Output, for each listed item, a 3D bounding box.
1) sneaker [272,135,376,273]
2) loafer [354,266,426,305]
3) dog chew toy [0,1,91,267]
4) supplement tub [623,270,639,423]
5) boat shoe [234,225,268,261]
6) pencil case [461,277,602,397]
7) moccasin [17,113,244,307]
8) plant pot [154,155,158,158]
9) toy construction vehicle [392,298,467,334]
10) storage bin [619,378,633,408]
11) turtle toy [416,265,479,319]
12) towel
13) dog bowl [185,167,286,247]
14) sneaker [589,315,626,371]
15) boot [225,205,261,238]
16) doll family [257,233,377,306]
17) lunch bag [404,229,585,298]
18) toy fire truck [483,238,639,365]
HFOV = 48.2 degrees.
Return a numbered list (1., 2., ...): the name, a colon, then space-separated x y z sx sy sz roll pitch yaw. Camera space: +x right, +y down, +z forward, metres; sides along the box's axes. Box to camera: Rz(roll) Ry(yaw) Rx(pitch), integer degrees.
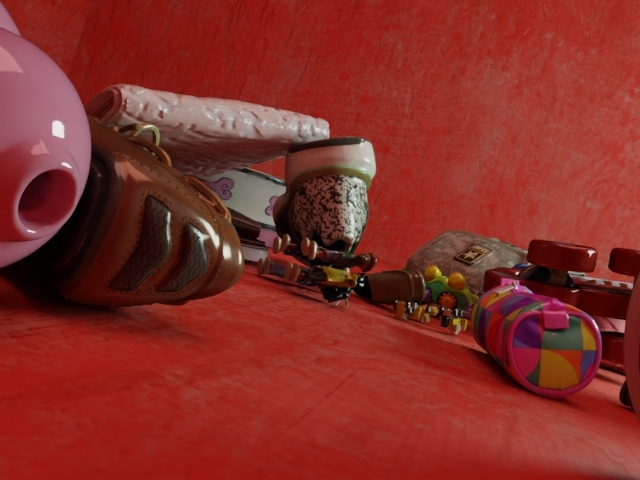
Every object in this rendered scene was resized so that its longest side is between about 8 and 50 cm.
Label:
1. sneaker: 0.000 0.000 1.136 0.158 0.182 0.410 -1 -21 -2
2. loafer: 0.099 0.071 1.051 0.050 0.056 0.148 -11 -2 -30
3. dog chew toy: -0.264 -0.089 0.405 0.332 0.206 0.206 27 5 22
4. supplement tub: 0.334 0.079 0.343 0.235 0.235 0.325 17 2 -10
5. boat shoe: -0.180 -0.030 1.079 0.228 0.076 0.080 18 2 12
6. pencil case: 0.229 0.101 0.798 0.104 0.104 0.236 18 3 0
7. moccasin: -0.195 -0.047 0.573 0.380 0.139 0.147 18 -3 45
8. plant pot: -0.261 -0.064 0.851 0.237 0.109 0.237 18 1 0
9. toy construction vehicle: 0.151 0.106 0.983 0.086 0.035 0.098 7 -6 26
10. storage bin: 0.421 0.171 0.787 0.135 0.098 0.091 17 13 -27
11. turtle toy: 0.197 0.092 1.181 0.130 0.066 0.095 16 -23 46
12. towel: -0.208 -0.149 1.035 0.332 0.053 0.317 0 -5 -42
13. dog bowl: -0.230 -0.102 1.585 0.408 0.150 0.408 18 3 -1
14. sneaker: 0.518 0.189 1.225 0.314 0.116 0.136 15 14 26
15. boot: -0.203 -0.053 1.277 0.207 0.090 0.248 15 -1 -9
16. doll family: 0.000 0.037 0.912 0.111 0.076 0.193 11 2 -28
17. lunch bag: 0.346 0.082 1.458 0.287 0.169 0.235 6 12 -38
18. toy fire truck: 0.407 0.087 1.140 0.302 0.169 0.254 7 3 0
